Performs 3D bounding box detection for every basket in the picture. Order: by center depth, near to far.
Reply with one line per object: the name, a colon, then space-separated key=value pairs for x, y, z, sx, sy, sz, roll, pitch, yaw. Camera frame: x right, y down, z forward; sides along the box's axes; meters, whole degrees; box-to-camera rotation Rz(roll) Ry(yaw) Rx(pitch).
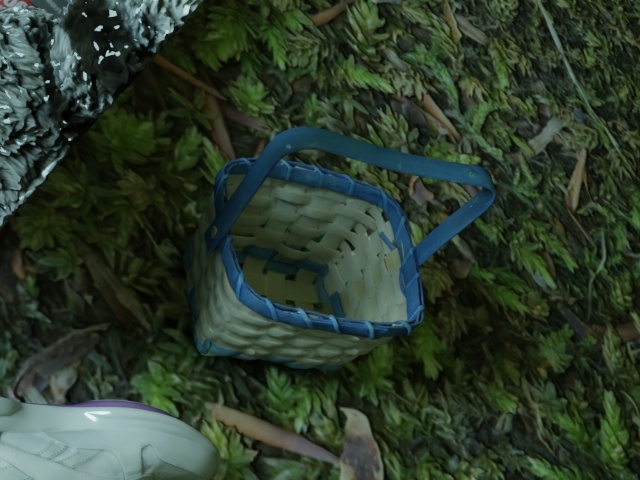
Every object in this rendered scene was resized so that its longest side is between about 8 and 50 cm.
basket: x=0.000 y=0.000 z=1.430 sx=0.254 sy=0.289 sz=0.201 roll=13 pitch=53 yaw=-33

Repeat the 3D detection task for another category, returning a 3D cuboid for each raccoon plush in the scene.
raccoon plush: x=-0.305 y=-0.178 z=1.135 sx=0.299 sy=0.446 sz=0.216 roll=42 pitch=18 yaw=-10

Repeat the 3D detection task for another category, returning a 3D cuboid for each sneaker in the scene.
sneaker: x=-0.231 y=0.212 z=1.247 sx=0.305 sy=0.114 sz=0.152 roll=8 pitch=69 yaw=-30

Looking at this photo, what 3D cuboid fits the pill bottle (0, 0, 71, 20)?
pill bottle: x=-0.286 y=-0.233 z=1.427 sx=0.210 sy=0.210 sz=0.363 roll=37 pitch=42 yaw=-12
